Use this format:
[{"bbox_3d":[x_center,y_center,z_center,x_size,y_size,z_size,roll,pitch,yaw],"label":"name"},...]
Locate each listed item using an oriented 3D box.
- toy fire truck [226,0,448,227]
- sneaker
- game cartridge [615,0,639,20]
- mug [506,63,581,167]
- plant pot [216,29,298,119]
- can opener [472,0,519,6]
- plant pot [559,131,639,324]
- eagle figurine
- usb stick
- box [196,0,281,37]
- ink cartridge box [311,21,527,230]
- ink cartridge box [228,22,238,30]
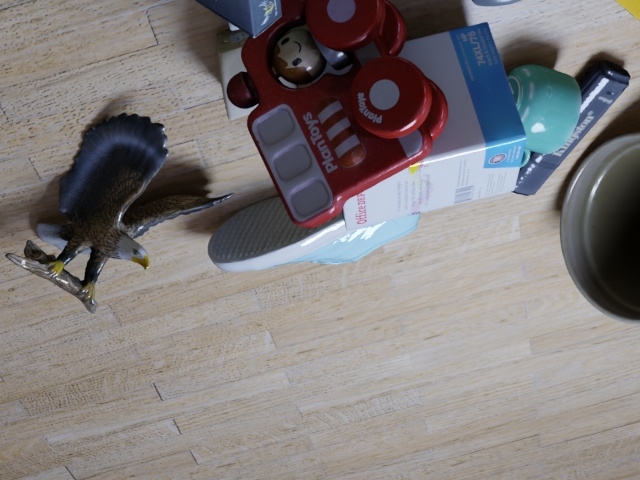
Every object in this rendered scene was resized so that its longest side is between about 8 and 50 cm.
[{"bbox_3d":[0.009,-0.198,1.412,0.254,0.302,0.169,-29,172,13],"label":"toy fire truck"},{"bbox_3d":[0.000,0.000,1.799,0.366,0.135,0.150,-17,133,4],"label":"sneaker"},{"bbox_3d":[0.563,-0.452,1.547,0.285,0.052,0.324,24,125,-34],"label":"game cartridge"},{"bbox_3d":[0.325,-0.196,1.674,0.097,0.129,0.157,13,87,-24],"label":"mug"},{"bbox_3d":[-0.099,-0.253,1.542,0.109,0.109,0.096,-17,124,3],"label":"plant pot"},{"bbox_3d":[0.168,-0.368,1.495,0.284,0.095,0.076,-8,135,-7],"label":"can opener"},{"bbox_3d":[0.629,-0.024,1.849,0.280,0.323,0.323,-2,137,-36],"label":"plant pot"},{"bbox_3d":[-0.310,-0.035,1.678,0.298,0.225,0.226,-52,176,-4],"label":"eagle figurine"},{"bbox_3d":[0.405,-0.181,1.784,0.077,0.045,0.278,16,128,-27],"label":"usb stick"},{"bbox_3d":[-0.137,-0.380,1.300,0.059,0.183,0.232,-45,156,-23],"label":"box"},{"bbox_3d":[0.139,-0.163,1.584,0.270,0.197,0.198,-14,160,-1],"label":"ink cartridge box"},{"bbox_3d":[-0.089,-0.381,1.438,0.104,0.061,0.181,-12,137,-4],"label":"ink cartridge box"}]
